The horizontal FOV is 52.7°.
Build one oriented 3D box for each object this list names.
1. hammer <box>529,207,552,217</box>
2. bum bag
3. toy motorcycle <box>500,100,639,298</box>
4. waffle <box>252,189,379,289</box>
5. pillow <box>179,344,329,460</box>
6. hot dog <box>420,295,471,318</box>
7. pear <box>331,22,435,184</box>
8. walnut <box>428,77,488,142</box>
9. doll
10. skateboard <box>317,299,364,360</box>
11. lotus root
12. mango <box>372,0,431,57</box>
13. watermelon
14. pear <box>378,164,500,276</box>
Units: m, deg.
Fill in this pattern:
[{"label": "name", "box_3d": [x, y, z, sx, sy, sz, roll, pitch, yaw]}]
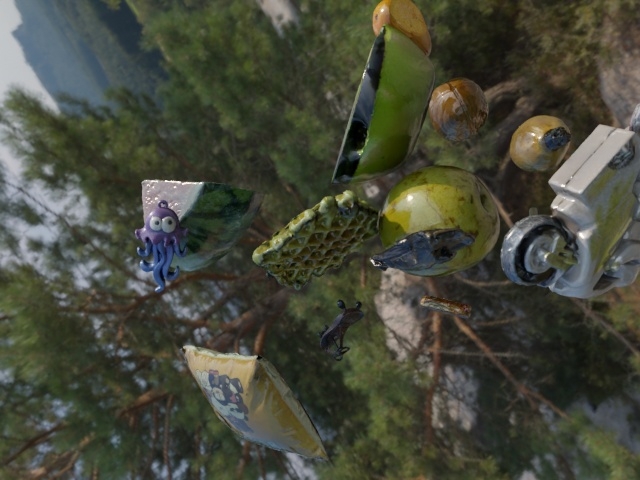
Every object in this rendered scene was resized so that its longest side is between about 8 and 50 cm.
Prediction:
[{"label": "hammer", "box_3d": [0.542, -0.057, 1.498, 0.019, 0.110, 0.035, 73, -157, -54]}, {"label": "bum bag", "box_3d": [0.187, 0.018, 1.194, 0.248, 0.102, 0.069, 152, 108, -65]}, {"label": "toy motorcycle", "box_3d": [0.397, -0.036, 0.871, 0.223, 0.340, 0.108, 46, 176, -30]}, {"label": "waffle", "box_3d": [0.000, 0.000, 1.490, 0.073, 0.297, 0.317, 59, -173, 22]}, {"label": "pillow", "box_3d": [-0.156, 0.368, 1.479, 0.310, 0.119, 0.312, -5, 124, 44]}, {"label": "hot dog", "box_3d": [0.316, 0.164, 1.623, 0.144, 0.038, 0.062, 10, 170, 45]}, {"label": "pear", "box_3d": [0.161, -0.302, 1.549, 0.165, 0.399, 0.399, 16, 169, -2]}, {"label": "walnut", "box_3d": [0.394, -0.371, 1.842, 0.167, 0.167, 0.207, 52, -177, 31]}, {"label": "doll", "box_3d": [-0.332, 0.014, 1.361, 0.067, 0.110, 0.206, -128, 39, -66]}, {"label": "skateboard", "box_3d": [0.051, 0.213, 1.506, 0.067, 0.151, 0.080, 8, -145, -38]}, {"label": "lotus root", "box_3d": [0.696, -0.303, 2.020, 0.183, 0.183, 0.310, 58, -176, -3]}, {"label": "mango", "box_3d": [0.231, -0.583, 1.810, 0.217, 0.141, 0.102, 33, 164, -31]}, {"label": "watermelon", "box_3d": [-0.283, -0.072, 1.501, 0.201, 0.262, 0.213, 54, -163, 23]}, {"label": "pear", "box_3d": [0.276, -0.042, 1.526, 0.283, 0.283, 0.283, 56, 171, 14]}]
